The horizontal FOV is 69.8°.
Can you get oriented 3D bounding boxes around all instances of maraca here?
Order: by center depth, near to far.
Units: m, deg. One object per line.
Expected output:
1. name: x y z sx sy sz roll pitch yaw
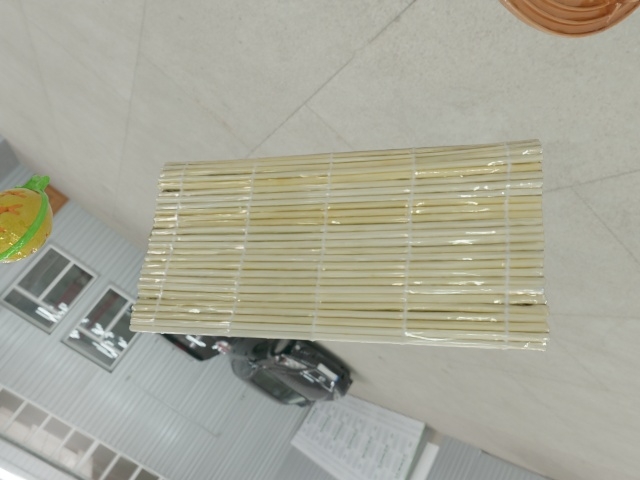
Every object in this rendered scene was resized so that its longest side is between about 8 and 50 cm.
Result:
1. maraca: -0.494 -0.040 0.747 0.099 0.127 0.186 60 -172 -47

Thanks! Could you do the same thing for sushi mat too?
1. sushi mat: 0.000 0.000 0.351 0.316 0.152 0.019 -1 165 16

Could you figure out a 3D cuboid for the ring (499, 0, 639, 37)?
1. ring: 0.193 -0.308 0.283 0.337 0.336 0.032 49 169 -36
